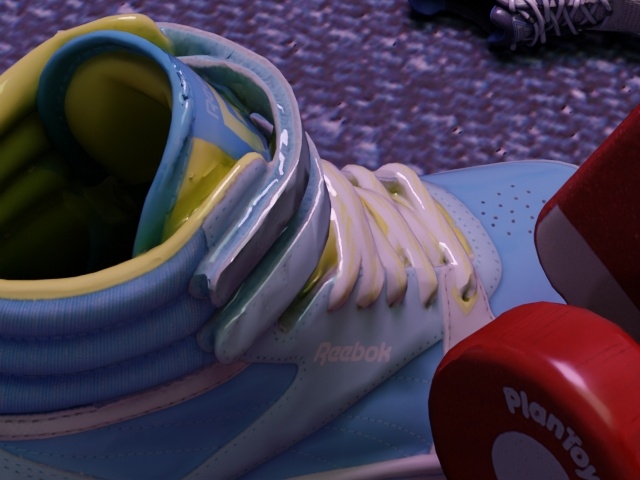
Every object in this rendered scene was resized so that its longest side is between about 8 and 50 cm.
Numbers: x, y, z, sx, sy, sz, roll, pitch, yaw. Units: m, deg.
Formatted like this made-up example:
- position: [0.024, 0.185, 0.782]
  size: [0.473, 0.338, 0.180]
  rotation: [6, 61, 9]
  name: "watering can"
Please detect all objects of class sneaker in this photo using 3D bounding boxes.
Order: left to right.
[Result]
- position: [0.000, 0.000, 0.653]
  size: [0.319, 0.208, 0.127]
  rotation: [-22, 52, -27]
  name: "sneaker"
- position: [0.103, -0.112, 0.891]
  size: [0.135, 0.052, 0.058]
  rotation: [13, 56, 14]
  name: "sneaker"

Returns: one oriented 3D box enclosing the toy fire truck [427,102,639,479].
- position: [0.190, 0.060, 0.573]
  size: [0.169, 0.254, 0.302]
  rotation: [-29, 75, -30]
  name: "toy fire truck"
